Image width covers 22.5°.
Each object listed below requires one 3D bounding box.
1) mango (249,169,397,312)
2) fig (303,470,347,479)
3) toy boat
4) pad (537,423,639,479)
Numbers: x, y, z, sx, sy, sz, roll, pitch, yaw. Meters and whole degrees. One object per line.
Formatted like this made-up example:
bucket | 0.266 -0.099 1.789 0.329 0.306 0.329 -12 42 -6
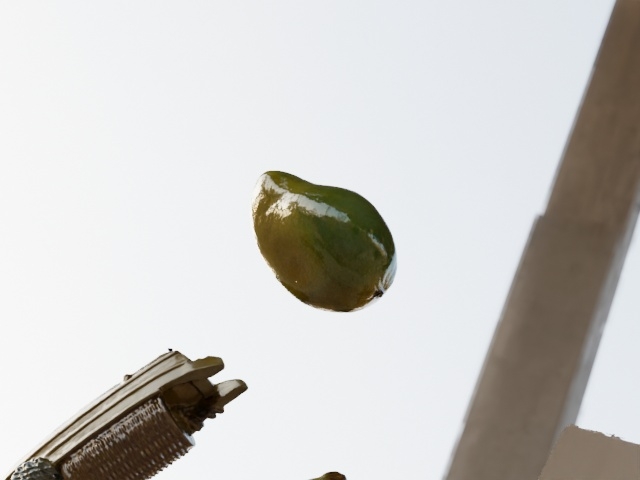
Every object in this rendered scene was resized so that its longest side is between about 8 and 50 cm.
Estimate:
mango | 0.001 0.004 1.558 0.191 0.086 0.122 23 -56 51
fig | 0.000 0.350 1.905 0.136 0.120 0.153 19 -35 -9
toy boat | -0.223 0.227 1.771 0.089 0.310 0.115 57 -2 -40
pad | 0.296 0.319 1.814 0.156 0.004 0.232 18 -71 -17
